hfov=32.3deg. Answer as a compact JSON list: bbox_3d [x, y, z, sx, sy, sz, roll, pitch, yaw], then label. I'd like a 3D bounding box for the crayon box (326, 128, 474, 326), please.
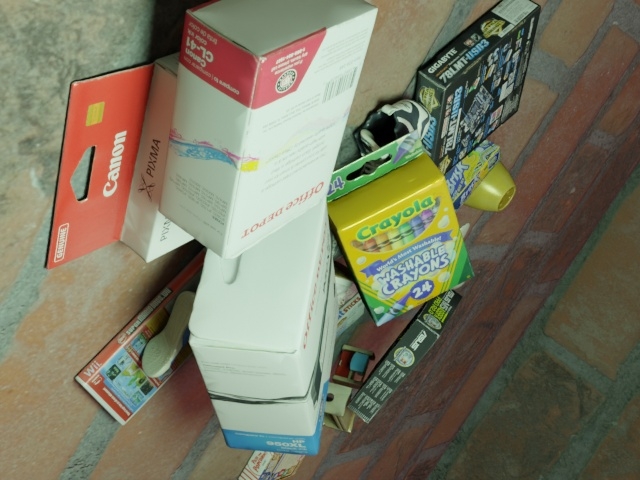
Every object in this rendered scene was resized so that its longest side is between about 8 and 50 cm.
[{"bbox_3d":[0.133,-0.013,1.914,0.203,0.083,0.323,-27,135,-3],"label":"crayon box"}]

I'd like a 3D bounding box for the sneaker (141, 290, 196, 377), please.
[{"bbox_3d":[-0.215,0.152,1.739,0.085,0.058,0.152,21,99,-57],"label":"sneaker"}]

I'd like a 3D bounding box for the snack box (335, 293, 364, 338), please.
[{"bbox_3d":[0.028,0.184,2.334,0.178,0.022,0.064,-39,154,-28],"label":"snack box"}]

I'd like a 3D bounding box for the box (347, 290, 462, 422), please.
[{"bbox_3d":[0.180,0.234,2.334,0.270,0.060,0.216,-55,176,27],"label":"box"}]

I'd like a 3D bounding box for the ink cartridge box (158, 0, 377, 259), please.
[{"bbox_3d":[-0.071,-0.160,1.386,0.226,0.131,0.306,-33,151,-43],"label":"ink cartridge box"}]

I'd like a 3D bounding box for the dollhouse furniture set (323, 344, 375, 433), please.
[{"bbox_3d":[0.025,0.300,2.404,0.129,0.129,0.183,70,36,-62],"label":"dollhouse furniture set"}]

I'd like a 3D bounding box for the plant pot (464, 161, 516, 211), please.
[{"bbox_3d":[0.377,-0.117,2.462,0.134,0.095,0.134,-40,154,-25],"label":"plant pot"}]

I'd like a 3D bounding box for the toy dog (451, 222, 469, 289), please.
[{"bbox_3d":[0.184,-0.005,2.200,0.333,0.220,0.161,46,46,-72],"label":"toy dog"}]

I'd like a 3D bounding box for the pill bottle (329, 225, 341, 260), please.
[{"bbox_3d":[0.000,0.000,1.959,0.137,0.078,0.078,-2,126,-61],"label":"pill bottle"}]

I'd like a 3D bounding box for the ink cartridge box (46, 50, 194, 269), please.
[{"bbox_3d":[-0.220,-0.099,1.440,0.261,0.066,0.296,-29,147,-45],"label":"ink cartridge box"}]

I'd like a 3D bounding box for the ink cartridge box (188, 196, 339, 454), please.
[{"bbox_3d":[-0.075,0.133,1.750,0.395,0.166,0.285,82,15,-58],"label":"ink cartridge box"}]

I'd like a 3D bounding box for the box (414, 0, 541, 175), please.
[{"bbox_3d":[0.287,-0.281,2.101,0.293,0.073,0.295,-40,154,-25],"label":"box"}]

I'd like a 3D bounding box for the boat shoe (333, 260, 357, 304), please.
[{"bbox_3d":[0.005,0.089,2.067,0.096,0.098,0.277,-56,157,5],"label":"boat shoe"}]

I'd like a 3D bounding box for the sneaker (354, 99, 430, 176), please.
[{"bbox_3d":[0.097,-0.138,1.928,0.153,0.094,0.235,-2,126,-59],"label":"sneaker"}]

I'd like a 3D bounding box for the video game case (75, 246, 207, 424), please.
[{"bbox_3d":[-0.254,0.158,1.782,0.285,0.025,0.204,-47,156,-15],"label":"video game case"}]

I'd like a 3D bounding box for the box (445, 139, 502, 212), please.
[{"bbox_3d":[0.311,-0.140,2.354,0.169,0.059,0.054,-50,154,-8],"label":"box"}]

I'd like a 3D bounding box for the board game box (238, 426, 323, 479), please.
[{"bbox_3d":[-0.088,0.483,2.507,0.146,0.045,0.193,-59,156,14],"label":"board game box"}]
